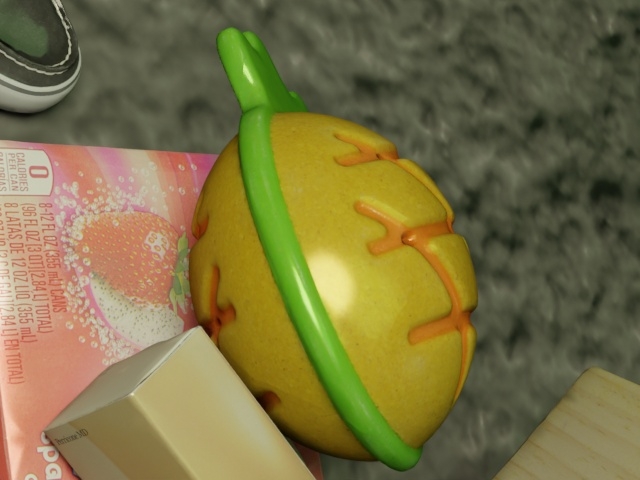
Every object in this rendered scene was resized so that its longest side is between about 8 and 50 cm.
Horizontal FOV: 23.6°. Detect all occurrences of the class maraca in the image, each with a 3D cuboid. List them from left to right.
[{"bbox_3d":[0.000,0.000,0.565,0.127,0.099,0.185,57,12,-51],"label":"maraca"}]

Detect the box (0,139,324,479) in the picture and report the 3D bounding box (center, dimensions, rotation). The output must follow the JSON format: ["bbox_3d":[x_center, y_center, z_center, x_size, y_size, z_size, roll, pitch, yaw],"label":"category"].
[{"bbox_3d":[-0.091,0.125,0.606,0.142,0.154,0.300,1,72,-39],"label":"box"}]

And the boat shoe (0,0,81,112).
[{"bbox_3d":[-0.178,-0.163,0.695,0.080,0.076,0.228,-41,101,-41],"label":"boat shoe"}]

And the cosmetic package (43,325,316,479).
[{"bbox_3d":[-0.035,0.091,0.524,0.115,0.060,0.041,53,47,-10],"label":"cosmetic package"}]

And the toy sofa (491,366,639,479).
[{"bbox_3d":[0.220,0.248,0.772,0.362,0.150,0.177,45,84,-18],"label":"toy sofa"}]
